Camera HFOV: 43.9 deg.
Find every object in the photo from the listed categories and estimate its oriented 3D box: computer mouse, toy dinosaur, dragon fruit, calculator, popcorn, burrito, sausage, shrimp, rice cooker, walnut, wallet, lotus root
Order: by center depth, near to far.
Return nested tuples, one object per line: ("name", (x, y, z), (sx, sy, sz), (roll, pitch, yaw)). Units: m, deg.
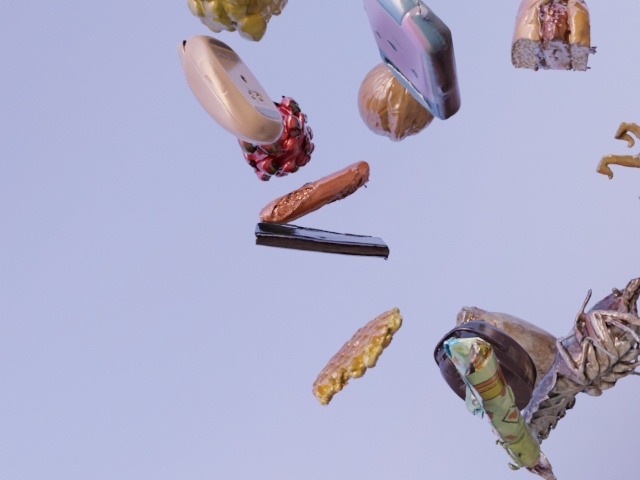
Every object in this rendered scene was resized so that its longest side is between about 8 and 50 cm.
("toy dinosaur", (0.404, -0.108, 0.925), (0.039, 0.126, 0.162), (-47, -20, -73))
("burrito", (0.221, 0.209, 1.042), (0.054, 0.104, 0.288), (-39, -53, -7))
("calculator", (0.130, -0.278, 1.132), (0.051, 0.173, 0.293), (-40, -21, 0))
("rice cooker", (0.262, 0.199, 1.253), (0.112, 0.165, 0.106), (-52, -8, 35))
("shrimp", (0.475, 0.224, 1.391), (0.410, 0.166, 0.221), (-46, -51, 2))
("computer mouse", (-0.159, -0.259, 1.392), (0.082, 0.236, 0.145), (-43, -16, 22))
("popcorn", (-0.151, -0.511, 1.482), (0.241, 0.235, 0.250), (54, -145, -40))
("lotus root", (0.471, 0.277, 1.858), (0.175, 0.350, 0.174), (23, -90, -83))
("wallet", (0.000, 0.000, 1.906), (0.172, 0.318, 0.045), (-103, 21, -78))
("dragon fruit", (-0.114, -0.252, 1.992), (0.218, 0.198, 0.273), (-57, 0, 18))
("sausage", (-0.006, -0.118, 2.025), (0.327, 0.087, 0.079), (-26, -84, -20))
("walnut", (0.208, -0.372, 2.109), (0.228, 0.228, 0.227), (-29, -49, -39))

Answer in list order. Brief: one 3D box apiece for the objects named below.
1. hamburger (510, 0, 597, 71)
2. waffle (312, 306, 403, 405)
("hamburger", (0.454, -0.410, 1.548), (0.282, 0.156, 0.245), (59, -144, -63))
("waffle", (0.085, 0.273, 1.880), (0.281, 0.058, 0.301), (-48, 2, -32))
